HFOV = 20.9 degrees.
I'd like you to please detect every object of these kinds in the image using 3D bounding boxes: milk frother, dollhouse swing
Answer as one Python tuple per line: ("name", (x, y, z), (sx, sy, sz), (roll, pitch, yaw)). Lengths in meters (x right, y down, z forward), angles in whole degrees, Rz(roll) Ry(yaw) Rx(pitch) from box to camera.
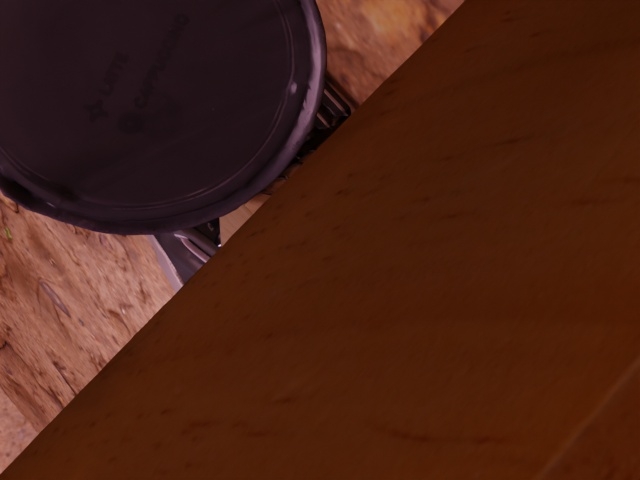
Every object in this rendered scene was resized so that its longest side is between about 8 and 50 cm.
("milk frother", (-0.063, -0.098, 0.407), (0.143, 0.129, 0.135), (20, -153, -18))
("dollhouse swing", (0.129, 0.078, 0.514), (0.305, 0.347, 0.315), (50, 164, -18))

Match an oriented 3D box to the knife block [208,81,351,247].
("knife block", (0.000, 0.000, 1.030), (0.242, 0.088, 0.275), (17, 140, 59))

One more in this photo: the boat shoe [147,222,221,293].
("boat shoe", (-0.110, -0.076, 1.136), (0.335, 0.112, 0.095), (51, 143, -11))
